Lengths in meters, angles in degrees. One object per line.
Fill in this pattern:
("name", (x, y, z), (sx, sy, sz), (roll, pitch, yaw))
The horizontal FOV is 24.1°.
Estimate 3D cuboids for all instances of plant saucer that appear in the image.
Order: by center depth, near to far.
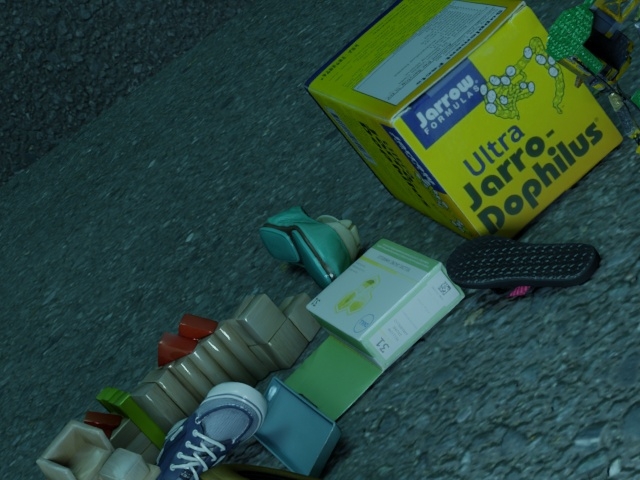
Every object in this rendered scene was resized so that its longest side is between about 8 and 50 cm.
("plant saucer", (-0.027, 0.194, 1.543), (0.067, 0.018, 0.192), (-63, 21, -1))

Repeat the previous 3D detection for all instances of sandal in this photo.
("sandal", (0.199, 0.032, 1.490), (0.179, 0.040, 0.067), (3, 50, 42))

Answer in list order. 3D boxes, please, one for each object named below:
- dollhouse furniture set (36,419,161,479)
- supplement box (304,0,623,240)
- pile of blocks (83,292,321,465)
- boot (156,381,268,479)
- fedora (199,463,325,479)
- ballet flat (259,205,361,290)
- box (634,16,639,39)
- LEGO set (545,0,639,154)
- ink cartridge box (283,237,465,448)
("dollhouse furniture set", (-0.163, 0.365, 1.399), (0.355, 0.174, 0.303), (12, 50, 35))
("supplement box", (0.151, -0.150, 1.722), (0.194, 0.195, 0.356), (-42, 19, -3))
("pile of blocks", (-0.170, 0.156, 1.765), (0.362, 0.112, 0.149), (-38, 20, 3))
("boot", (-0.122, 0.221, 1.595), (0.190, 0.069, 0.086), (-45, 15, 51))
("fedora", (-0.019, 0.248, 1.288), (0.194, 0.194, 0.079), (9, 85, 64))
("ballet flat", (0.000, 0.000, 1.850), (0.087, 0.083, 0.247), (-30, 19, -13))
("box", (0.382, -0.181, 1.121), (0.165, 0.143, 0.270), (15, 54, 40))
("LEGO set", (0.392, -0.169, 1.425), (0.255, 0.192, 0.331), (-57, 33, 7))
("ink cartridge box", (0.027, 0.105, 1.611), (0.235, 0.056, 0.171), (-41, 20, -9))
